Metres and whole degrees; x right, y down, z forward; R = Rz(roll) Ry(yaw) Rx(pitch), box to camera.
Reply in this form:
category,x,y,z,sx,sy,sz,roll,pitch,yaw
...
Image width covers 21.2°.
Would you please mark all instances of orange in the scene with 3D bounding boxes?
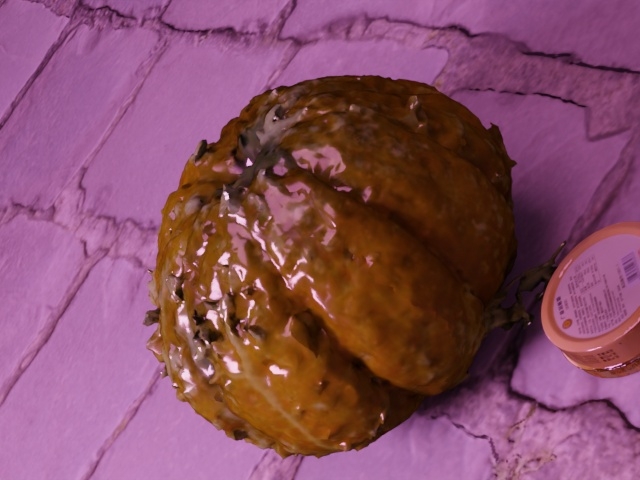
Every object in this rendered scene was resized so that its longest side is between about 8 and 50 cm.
category,x,y,z,sx,sy,sz,roll,pitch,yaw
orange,0.000,0.000,1.239,0.300,0.223,0.301,-42,29,13

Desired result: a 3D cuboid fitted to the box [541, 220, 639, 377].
category,x,y,z,sx,sy,sz,roll,pitch,yaw
box,0.196,0.038,1.129,0.105,0.037,0.105,-32,36,27
